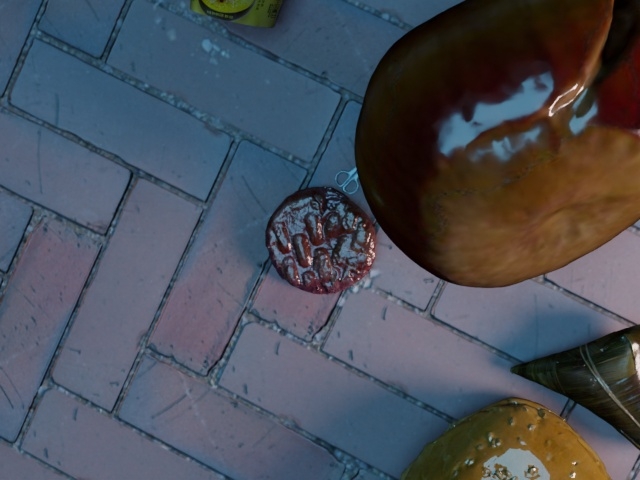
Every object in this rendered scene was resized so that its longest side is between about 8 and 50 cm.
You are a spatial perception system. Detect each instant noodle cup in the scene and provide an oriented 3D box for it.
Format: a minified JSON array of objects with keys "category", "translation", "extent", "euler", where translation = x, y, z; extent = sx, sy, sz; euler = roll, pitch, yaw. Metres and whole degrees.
[{"category":"instant noodle cup","translation":[-0.102,-0.345,1.523],"extent":[0.151,0.151,0.122],"euler":[14,103,10]}]

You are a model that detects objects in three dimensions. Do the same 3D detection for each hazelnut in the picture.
[{"category":"hazelnut","translation":[0.233,-0.142,1.375],"extent":[0.409,0.359,0.359],"euler":[-30,88,4]}]

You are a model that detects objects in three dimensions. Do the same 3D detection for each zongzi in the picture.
[{"category":"zongzi","translation":[0.360,0.218,1.511],"extent":[0.184,0.084,0.187],"euler":[-22,94,26]}]

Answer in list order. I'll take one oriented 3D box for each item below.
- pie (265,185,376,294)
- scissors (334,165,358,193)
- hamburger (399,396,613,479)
[{"category":"pie","translation":[0.000,0.000,1.580],"extent":[0.154,0.036,0.154],"euler":[1,95,10]},{"category":"scissors","translation":[0.055,-0.099,1.576],"extent":[0.036,0.006,0.083],"euler":[44,101,3]},{"category":"hamburger","translation":[0.232,0.350,1.499],"extent":[0.283,0.144,0.259],"euler":[-45,85,7]}]
